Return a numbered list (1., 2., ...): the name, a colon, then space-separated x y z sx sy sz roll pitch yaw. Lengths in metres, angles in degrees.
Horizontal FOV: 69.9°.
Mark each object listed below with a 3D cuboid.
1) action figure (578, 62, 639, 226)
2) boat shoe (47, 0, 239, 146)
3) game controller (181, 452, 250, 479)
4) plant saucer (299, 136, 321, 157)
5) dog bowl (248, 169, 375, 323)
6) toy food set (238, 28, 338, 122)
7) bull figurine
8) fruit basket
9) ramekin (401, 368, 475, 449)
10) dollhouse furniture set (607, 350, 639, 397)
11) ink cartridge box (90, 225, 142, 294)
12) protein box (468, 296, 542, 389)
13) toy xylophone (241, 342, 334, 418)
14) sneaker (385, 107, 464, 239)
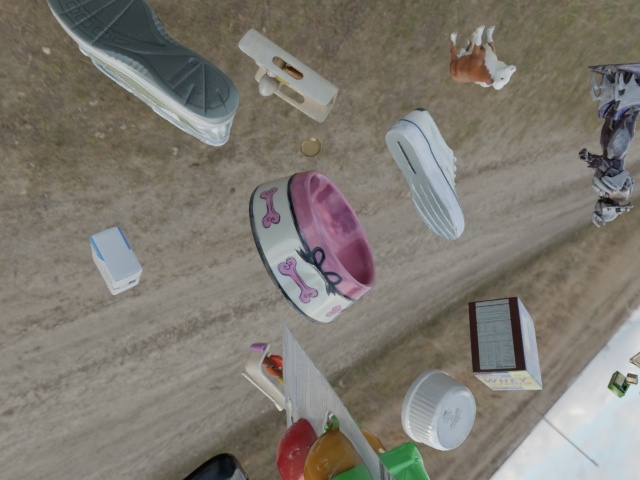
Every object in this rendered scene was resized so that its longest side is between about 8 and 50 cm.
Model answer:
1. action figure: 0.513 -0.160 0.806 0.185 0.099 0.284 -54 144 -67
2. boat shoe: -0.261 -0.264 0.678 0.118 0.321 0.103 -54 -179 -27
3. game controller: -0.182 0.469 0.769 0.166 0.067 0.319 -41 143 -29
4. plant saucer: -0.036 -0.349 1.721 0.083 0.083 0.015 -45 169 -4
5. dog bowl: 0.000 0.000 1.186 0.151 0.407 0.408 -28 155 21
6. toy food set: -0.077 -0.367 1.089 0.092 0.220 0.306 -56 -174 7
7. bull figurine: 0.510 -0.589 1.487 0.101 0.310 0.188 -8 110 -13
8. fruit basket: 0.030 0.329 0.632 0.166 0.353 0.326 -9 117 -19
9. ramekin: 0.334 0.474 1.266 0.207 0.109 0.206 -6 101 -35
10. dollhouse furniture set: 0.681 0.274 0.965 0.059 0.076 0.151 -25 148 -40
11. ink cartridge box: -0.567 0.060 1.267 0.082 0.139 0.191 -28 177 -28
12. protein box: 0.511 0.291 1.268 0.200 0.136 0.201 40 47 -45
13. toy xylophone: -0.115 0.438 1.380 0.081 0.236 0.322 -48 112 -28
14. sneaker: 0.208 -0.114 0.811 0.091 0.094 0.258 -45 124 -20
